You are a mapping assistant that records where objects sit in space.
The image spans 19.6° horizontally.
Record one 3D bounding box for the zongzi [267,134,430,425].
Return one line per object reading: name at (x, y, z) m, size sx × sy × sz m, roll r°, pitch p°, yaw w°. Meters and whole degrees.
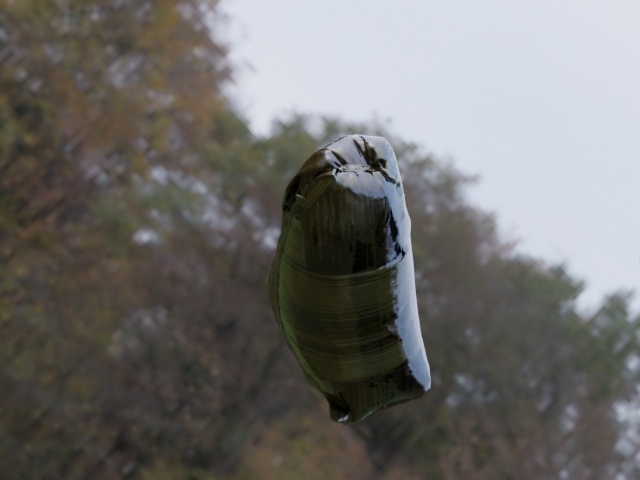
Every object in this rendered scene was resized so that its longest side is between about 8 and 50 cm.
zongzi at (0.000, 0.000, 1.854) m, size 0.288 × 0.134 × 0.286 m, roll -129°, pitch -150°, yaw -56°
